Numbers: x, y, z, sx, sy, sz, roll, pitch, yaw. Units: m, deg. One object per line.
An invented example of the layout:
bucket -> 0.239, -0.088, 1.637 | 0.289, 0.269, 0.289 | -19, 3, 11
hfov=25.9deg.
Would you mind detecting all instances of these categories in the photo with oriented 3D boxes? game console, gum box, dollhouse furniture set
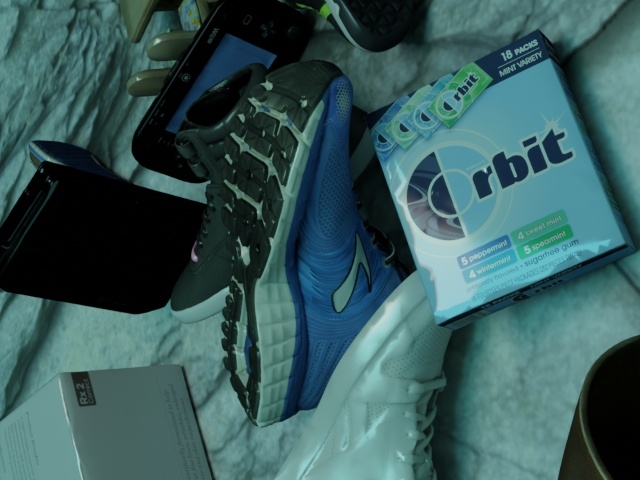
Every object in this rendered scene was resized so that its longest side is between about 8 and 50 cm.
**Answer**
game console -> -0.149, -0.083, 1.315 | 0.361, 0.213, 0.044 | -55, 51, 18
gum box -> 0.135, -0.046, 1.073 | 0.157, 0.041, 0.184 | -26, 70, 20
dollhouse furniture set -> -0.176, -0.279, 1.326 | 0.242, 0.161, 0.212 | -47, 55, 58

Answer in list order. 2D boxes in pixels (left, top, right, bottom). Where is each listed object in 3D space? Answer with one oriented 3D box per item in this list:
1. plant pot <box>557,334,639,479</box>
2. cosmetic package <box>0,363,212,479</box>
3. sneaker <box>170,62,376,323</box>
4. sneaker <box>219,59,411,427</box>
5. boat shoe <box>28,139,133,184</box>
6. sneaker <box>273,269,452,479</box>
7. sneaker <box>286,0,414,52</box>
plant pot -> 0.232, 0.214, 0.905 | 0.215, 0.215, 0.230 | 50, 138, 35
cosmetic package -> -0.231, 0.233, 1.434 | 0.184, 0.151, 0.151 | -36, 65, 42
sneaker -> -0.087, -0.048, 1.262 | 0.296, 0.147, 0.104 | -45, 21, 33
sneaker -> 0.000, 0.000, 1.172 | 0.130, 0.147, 0.330 | -128, 35, -50
boat shoe -> -0.274, -0.057, 1.546 | 0.183, 0.066, 0.066 | 34, 116, 43
sneaker -> 0.078, 0.175, 1.147 | 0.169, 0.108, 0.292 | 38, 114, 25
sneaker -> 0.009, -0.236, 1.242 | 0.234, 0.084, 0.097 | 64, 148, 33
